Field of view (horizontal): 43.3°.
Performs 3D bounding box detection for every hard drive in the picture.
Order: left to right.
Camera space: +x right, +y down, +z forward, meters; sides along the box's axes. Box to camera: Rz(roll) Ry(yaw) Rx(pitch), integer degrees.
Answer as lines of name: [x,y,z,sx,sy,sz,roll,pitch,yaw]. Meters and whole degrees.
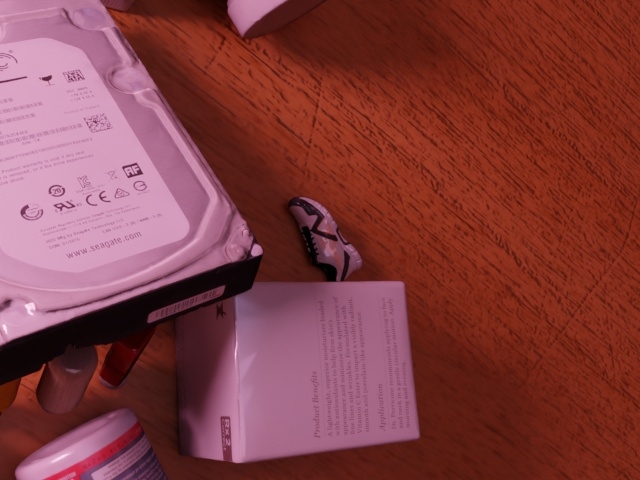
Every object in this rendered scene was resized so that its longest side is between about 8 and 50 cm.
hard drive: [-0.229,-0.067,0.660,0.237,0.064,0.339,-19,61,-30]

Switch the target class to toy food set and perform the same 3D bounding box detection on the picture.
toy food set: [-0.208,0.073,0.727,0.111,0.104,0.232,32,47,-5]

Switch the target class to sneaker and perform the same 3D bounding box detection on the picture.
sneaker: [0.000,0.000,0.869,0.044,0.040,0.109,-44,101,-26]

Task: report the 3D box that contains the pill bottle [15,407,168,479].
pill bottle: [-0.170,0.246,0.684,0.108,0.108,0.180,-28,93,-30]

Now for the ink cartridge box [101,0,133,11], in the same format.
ink cartridge box: [-0.268,-0.294,0.729,0.231,0.134,0.078,8,76,-28]

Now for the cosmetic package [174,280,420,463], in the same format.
cosmetic package: [-0.027,0.122,0.763,0.184,0.151,0.151,2,78,-29]

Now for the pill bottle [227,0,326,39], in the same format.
pill bottle: [-0.091,-0.362,0.826,0.162,0.162,0.278,-33,96,-30]
